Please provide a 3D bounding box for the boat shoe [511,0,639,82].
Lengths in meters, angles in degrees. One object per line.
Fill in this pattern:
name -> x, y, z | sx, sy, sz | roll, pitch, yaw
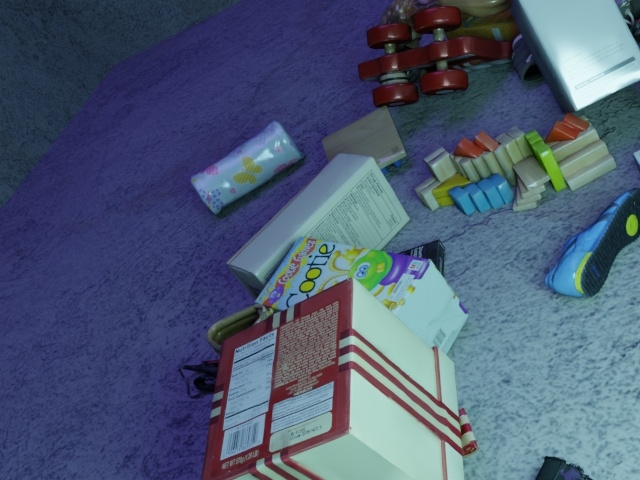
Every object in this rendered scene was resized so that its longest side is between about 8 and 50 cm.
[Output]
boat shoe -> 0.537, -0.406, 1.628 | 0.335, 0.112, 0.095 | -21, 49, 32

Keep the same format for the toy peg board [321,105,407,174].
toy peg board -> 0.104, -0.180, 1.769 | 0.161, 0.079, 0.160 | -27, 46, 12

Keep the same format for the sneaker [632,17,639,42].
sneaker -> 0.687, -0.401, 1.440 | 0.276, 0.098, 0.135 | 19, 78, 56

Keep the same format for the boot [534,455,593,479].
boot -> 0.244, 0.291, 0.948 | 0.121, 0.045, 0.099 | 16, 58, 45

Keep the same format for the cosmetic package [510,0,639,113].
cosmetic package -> 0.439, -0.348, 1.428 | 0.138, 0.224, 0.224 | -26, 1, 13

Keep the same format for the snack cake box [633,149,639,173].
snack cake box -> 0.543, -0.054, 1.109 | 0.152, 0.089, 0.264 | -23, 32, 16

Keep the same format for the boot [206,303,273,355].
boot -> -0.028, 0.183, 1.217 | 0.262, 0.203, 0.095 | -7, 40, 40

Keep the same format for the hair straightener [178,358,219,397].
hair straightener -> -0.176, 0.236, 1.447 | 0.230, 0.047, 0.089 | -8, 39, 39

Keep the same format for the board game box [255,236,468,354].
board game box -> 0.059, 0.104, 1.274 | 0.275, 0.142, 0.144 | 9, 58, 46

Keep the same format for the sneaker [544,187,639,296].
sneaker -> 0.399, -0.004, 1.201 | 0.209, 0.069, 0.082 | -47, 28, -21

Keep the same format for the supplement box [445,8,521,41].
supplement box -> 0.394, -0.478, 1.891 | 0.078, 0.080, 0.233 | -44, 28, -22

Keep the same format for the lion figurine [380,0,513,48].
lion figurine -> 0.311, -0.533, 1.822 | 0.240, 0.142, 0.392 | -38, 19, -28

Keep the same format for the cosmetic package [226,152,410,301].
cosmetic package -> 0.000, 0.000, 1.506 | 0.309, 0.160, 0.113 | -45, 31, -20

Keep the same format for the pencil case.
pencil case -> -0.179, -0.177, 1.991 | 0.273, 0.113, 0.124 | -34, 19, 0

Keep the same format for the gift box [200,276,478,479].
gift box -> 0.021, 0.249, 1.005 | 0.255, 0.258, 0.276 | -25, 40, 32

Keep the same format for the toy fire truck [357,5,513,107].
toy fire truck -> 0.250, -0.389, 1.810 | 0.302, 0.169, 0.254 | -7, -1, 42

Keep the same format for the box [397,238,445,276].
box -> 0.133, 0.066, 1.406 | 0.162, 0.029, 0.116 | -19, 33, 23

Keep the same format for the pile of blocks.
pile of blocks -> 0.312, -0.132, 1.431 | 0.362, 0.112, 0.149 | -15, 34, 31
